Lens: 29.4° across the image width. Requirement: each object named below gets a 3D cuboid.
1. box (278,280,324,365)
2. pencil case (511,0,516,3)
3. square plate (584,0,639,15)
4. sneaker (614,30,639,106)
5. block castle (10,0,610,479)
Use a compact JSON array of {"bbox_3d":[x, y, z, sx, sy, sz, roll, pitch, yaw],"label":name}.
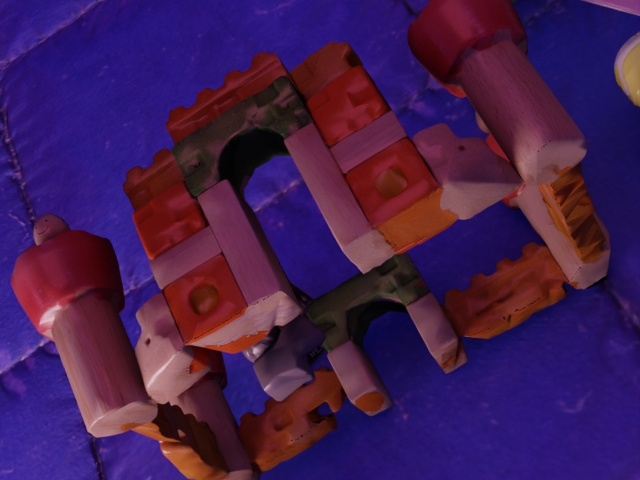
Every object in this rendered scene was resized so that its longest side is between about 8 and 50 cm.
[{"bbox_3d":[-0.026,0.083,1.183,0.067,0.018,0.083,-50,48,-8],"label":"box"},{"bbox_3d":[0.226,-0.318,1.263,0.236,0.104,0.104,-33,48,6],"label":"pencil case"},{"bbox_3d":[0.170,-0.281,1.051,0.347,0.049,0.344,23,27,23],"label":"square plate"},{"bbox_3d":[0.390,-0.165,1.080,0.240,0.091,0.126,-28,67,10],"label":"sneaker"},{"bbox_3d":[0.000,0.000,1.018,0.453,0.303,0.212,-31,60,6],"label":"block castle"}]
